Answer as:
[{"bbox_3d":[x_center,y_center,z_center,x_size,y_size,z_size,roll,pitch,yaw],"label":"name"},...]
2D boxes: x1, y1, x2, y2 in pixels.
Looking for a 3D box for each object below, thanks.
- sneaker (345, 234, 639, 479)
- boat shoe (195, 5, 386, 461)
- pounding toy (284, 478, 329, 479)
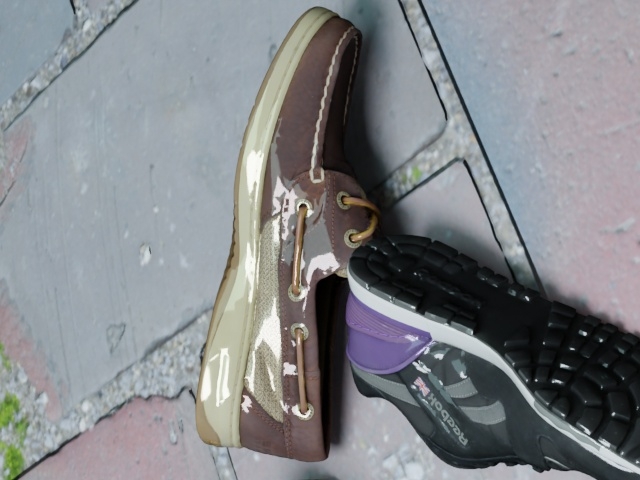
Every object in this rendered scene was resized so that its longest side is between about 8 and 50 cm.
[{"bbox_3d":[0.132,0.108,1.007,0.283,0.107,0.124,33,131,37],"label":"sneaker"},{"bbox_3d":[0.000,0.000,1.127,0.123,0.123,0.342,13,91,13],"label":"boat shoe"},{"bbox_3d":[-0.035,0.271,1.133,0.206,0.094,0.181,35,114,49],"label":"pounding toy"}]
